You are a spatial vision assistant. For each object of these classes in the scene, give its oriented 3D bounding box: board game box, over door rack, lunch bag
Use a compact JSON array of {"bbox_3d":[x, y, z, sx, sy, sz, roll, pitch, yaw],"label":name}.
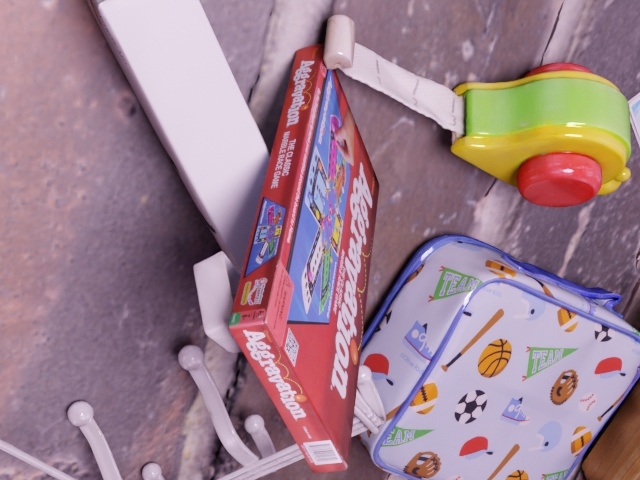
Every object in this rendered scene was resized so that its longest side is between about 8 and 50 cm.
[{"bbox_3d":[0.000,0.000,0.635,0.027,0.281,0.145,-9,131,17],"label":"board game box"},{"bbox_3d":[-0.107,0.115,0.690,0.239,0.108,0.324,-27,151,9],"label":"over door rack"},{"bbox_3d":[0.177,0.129,0.902,0.303,0.115,0.243,22,102,-37],"label":"lunch bag"}]

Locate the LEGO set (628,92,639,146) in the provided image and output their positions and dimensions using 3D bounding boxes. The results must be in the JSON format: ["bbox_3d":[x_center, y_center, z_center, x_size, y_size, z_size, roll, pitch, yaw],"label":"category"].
[{"bbox_3d":[0.422,-0.096,0.927,0.182,0.060,0.244,-35,130,1],"label":"LEGO set"}]

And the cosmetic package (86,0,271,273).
[{"bbox_3d":[-0.085,-0.085,0.634,0.060,0.099,0.239,-30,128,-9],"label":"cosmetic package"}]

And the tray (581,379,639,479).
[{"bbox_3d":[0.432,0.167,0.981,0.203,0.076,0.411,-14,148,-10],"label":"tray"}]

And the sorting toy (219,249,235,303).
[{"bbox_3d":[-0.057,0.019,0.769,0.062,0.012,0.083,-1,123,-22],"label":"sorting toy"}]

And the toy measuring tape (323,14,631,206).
[{"bbox_3d":[0.155,-0.108,0.731,0.330,0.121,0.121,23,107,-37],"label":"toy measuring tape"}]
